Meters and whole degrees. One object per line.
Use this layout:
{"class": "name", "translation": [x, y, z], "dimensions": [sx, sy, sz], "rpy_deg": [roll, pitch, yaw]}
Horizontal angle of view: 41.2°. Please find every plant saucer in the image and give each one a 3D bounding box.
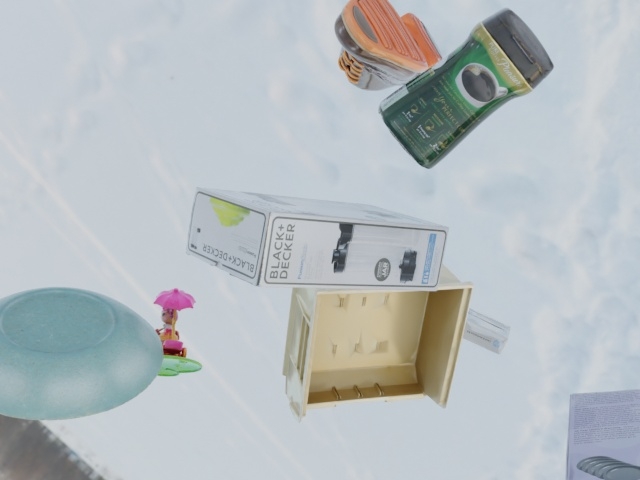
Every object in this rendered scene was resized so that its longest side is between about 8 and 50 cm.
{"class": "plant saucer", "translation": [-0.241, 0.087, 0.780], "dimensions": [0.195, 0.195, 0.037], "rpy_deg": [29, 123, 30]}

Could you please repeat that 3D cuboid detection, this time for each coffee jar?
{"class": "coffee jar", "translation": [0.162, -0.170, 0.948], "dimensions": [0.096, 0.184, 0.079], "rpy_deg": [49, -161, -11]}

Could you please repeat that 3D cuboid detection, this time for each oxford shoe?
{"class": "oxford shoe", "translation": [0.085, -0.277, 1.291], "dimensions": [0.130, 0.133, 0.364], "rpy_deg": [62, -159, 7]}

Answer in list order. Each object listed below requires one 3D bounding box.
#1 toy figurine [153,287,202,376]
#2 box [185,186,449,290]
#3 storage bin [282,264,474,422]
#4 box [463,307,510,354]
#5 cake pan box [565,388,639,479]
{"class": "toy figurine", "translation": [-0.297, 0.178, 1.700], "dimensions": [0.130, 0.159, 0.173], "rpy_deg": [10, 157, -16]}
{"class": "box", "translation": [0.000, 0.000, 1.070], "dimensions": [0.290, 0.087, 0.169], "rpy_deg": [4, -170, -38]}
{"class": "storage bin", "translation": [0.084, 0.164, 1.396], "dimensions": [0.123, 0.262, 0.260], "rpy_deg": [-127, 40, -58]}
{"class": "box", "translation": [0.294, 0.163, 1.656], "dimensions": [0.145, 0.038, 0.186], "rpy_deg": [25, -174, 12]}
{"class": "cake pan box", "translation": [0.376, 0.217, 0.828], "dimensions": [0.267, 0.246, 0.070], "rpy_deg": [-9, 105, 18]}
